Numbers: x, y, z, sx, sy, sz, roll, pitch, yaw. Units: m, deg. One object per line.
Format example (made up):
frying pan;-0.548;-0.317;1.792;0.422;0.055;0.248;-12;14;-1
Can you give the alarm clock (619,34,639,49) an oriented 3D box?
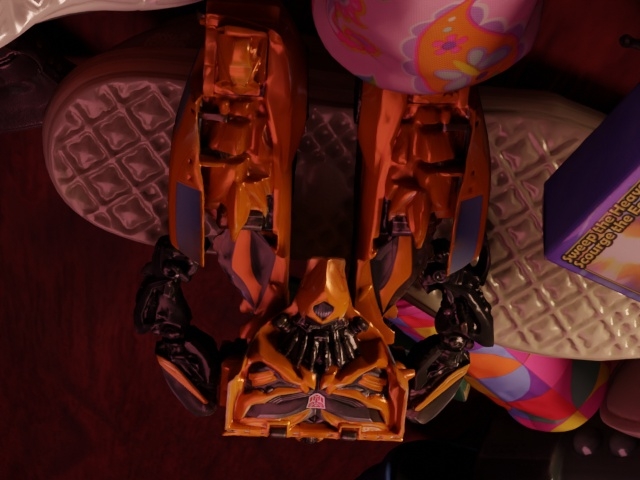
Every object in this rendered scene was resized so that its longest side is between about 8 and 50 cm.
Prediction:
alarm clock;0.258;-0.079;0.907;0.192;0.064;0.129;-6;148;41

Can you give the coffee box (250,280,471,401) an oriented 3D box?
coffee box;0.039;0.084;1.516;0.184;0.040;0.113;13;159;15

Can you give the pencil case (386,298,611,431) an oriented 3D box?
pencil case;0.123;0.054;1.293;0.104;0.104;0.236;0;153;39

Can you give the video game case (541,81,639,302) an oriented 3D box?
video game case;0.280;-0.041;0.842;0.244;0.061;0.269;23;134;-18

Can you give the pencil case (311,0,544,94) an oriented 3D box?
pencil case;0.053;-0.171;0.763;0.124;0.124;0.284;15;159;7

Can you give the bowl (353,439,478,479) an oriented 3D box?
bowl;0.194;0.329;1.655;0.391;0.077;0.391;30;-162;-11

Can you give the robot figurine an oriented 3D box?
robot figurine;0.000;0.000;0.989;0.211;0.085;0.291;2;120;-2

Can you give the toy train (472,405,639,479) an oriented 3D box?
toy train;0.292;0.221;1.538;0.334;0.142;0.190;-3;141;43

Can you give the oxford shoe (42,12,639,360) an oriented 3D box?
oxford shoe;0.056;-0.041;1.089;0.449;0.130;0.169;13;115;-7

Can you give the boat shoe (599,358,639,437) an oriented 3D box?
boat shoe;0.319;0.100;1.233;0.091;0.109;0.305;33;151;-23

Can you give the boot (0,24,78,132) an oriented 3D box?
boot;-0.293;-0.139;1.154;0.263;0.091;0.229;7;156;22

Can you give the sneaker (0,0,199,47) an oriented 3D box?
sneaker;-0.198;-0.142;0.876;0.321;0.124;0.180;-8;-174;-41
